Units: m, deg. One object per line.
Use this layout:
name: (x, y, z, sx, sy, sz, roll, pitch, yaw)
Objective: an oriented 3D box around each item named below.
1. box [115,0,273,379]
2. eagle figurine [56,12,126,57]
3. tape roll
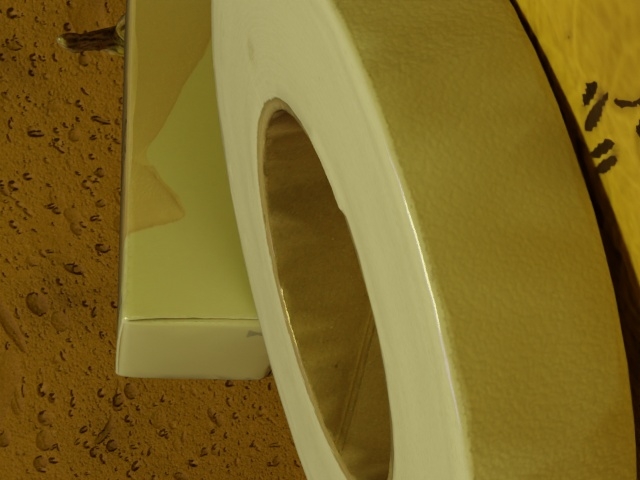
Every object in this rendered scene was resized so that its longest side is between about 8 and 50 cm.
box: (-0.088, -0.063, 0.881, 0.148, 0.121, 0.311, 116, 154, -64)
eagle figurine: (-0.102, -0.093, 1.159, 0.298, 0.226, 0.225, 51, 147, 3)
tape roll: (0.028, 0.021, 0.586, 0.392, 0.072, 0.392, 167, 90, -78)
